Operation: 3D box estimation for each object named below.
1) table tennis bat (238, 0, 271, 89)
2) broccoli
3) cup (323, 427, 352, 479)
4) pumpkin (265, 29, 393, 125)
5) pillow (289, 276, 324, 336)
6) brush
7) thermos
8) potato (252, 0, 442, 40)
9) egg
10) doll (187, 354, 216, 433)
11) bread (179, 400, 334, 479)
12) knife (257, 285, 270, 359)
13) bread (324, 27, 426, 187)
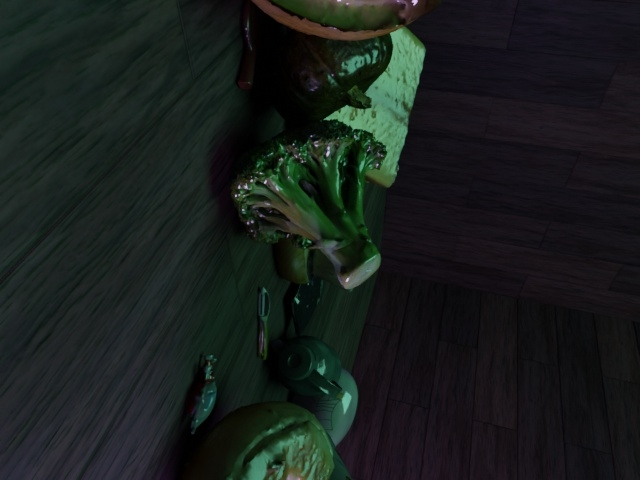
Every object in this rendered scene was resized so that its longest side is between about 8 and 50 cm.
[{"bbox_3d":[-0.093,-0.290,0.699,0.098,0.019,0.154,47,52,-76],"label":"table tennis bat"},{"bbox_3d":[-0.008,-0.053,0.737,0.254,0.269,0.269,-54,-174,37],"label":"broccoli"},{"bbox_3d":[-0.029,0.505,0.934,0.317,0.213,0.212,-161,-100,-74],"label":"cup"},{"bbox_3d":[0.019,-0.264,0.770,0.219,0.162,0.219,-41,-174,5],"label":"pumpkin"},{"bbox_3d":[-0.034,0.126,1.252,0.208,0.055,0.141,-67,158,-45],"label":"pillow"},{"bbox_3d":[0.000,0.000,1.043,0.266,0.166,0.174,70,33,-64],"label":"brush"},{"bbox_3d":[-0.023,0.315,1.193,0.145,0.182,0.286,-51,163,-8],"label":"thermos"},{"bbox_3d":[0.006,-0.345,0.574,0.242,0.286,0.242,-178,-90,-86],"label":"potato"},{"bbox_3d":[0.005,0.496,1.448,0.271,0.197,0.196,-65,167,-2],"label":"egg"},{"bbox_3d":[-0.174,0.230,0.734,0.057,0.039,0.114,-26,-130,50],"label":"doll"},{"bbox_3d":[-0.124,0.366,0.758,0.314,0.171,0.191,-43,123,-43],"label":"bread"},{"bbox_3d":[-0.115,0.167,0.993,0.026,0.022,0.184,-23,128,-44],"label":"knife"},{"bbox_3d":[0.041,-0.321,1.048,0.405,0.242,0.345,11,102,-41],"label":"bread"}]
